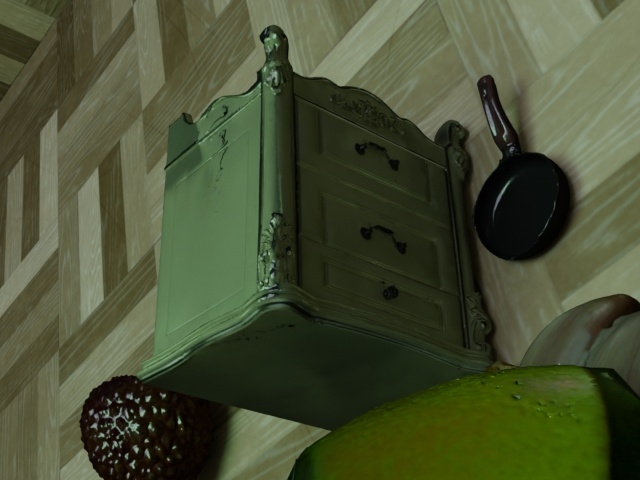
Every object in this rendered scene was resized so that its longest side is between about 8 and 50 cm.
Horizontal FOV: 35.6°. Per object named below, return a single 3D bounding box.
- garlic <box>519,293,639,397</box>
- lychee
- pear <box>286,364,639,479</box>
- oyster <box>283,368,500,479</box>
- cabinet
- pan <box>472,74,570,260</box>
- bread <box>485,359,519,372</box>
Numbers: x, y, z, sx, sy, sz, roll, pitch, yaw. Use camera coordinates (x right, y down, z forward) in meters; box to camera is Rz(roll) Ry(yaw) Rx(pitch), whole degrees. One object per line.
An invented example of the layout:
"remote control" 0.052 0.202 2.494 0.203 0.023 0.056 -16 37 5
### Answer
"garlic" 0.254 0.133 0.745 0.214 0.160 0.191 15 91 58
"lychee" -0.227 0.263 1.329 0.188 0.188 0.188 -29 50 43
"pear" 0.042 0.242 0.611 0.399 0.165 0.399 -162 90 -87
"oyster" 0.067 0.215 0.936 0.275 0.271 0.100 -21 63 12
"cabinet" 0.000 0.000 1.049 0.227 0.290 0.318 -33 47 42
"pan" 0.198 -0.078 1.034 0.115 0.040 0.212 -33 55 41
"bread" 0.191 0.142 0.934 0.083 0.036 0.047 13 98 55
